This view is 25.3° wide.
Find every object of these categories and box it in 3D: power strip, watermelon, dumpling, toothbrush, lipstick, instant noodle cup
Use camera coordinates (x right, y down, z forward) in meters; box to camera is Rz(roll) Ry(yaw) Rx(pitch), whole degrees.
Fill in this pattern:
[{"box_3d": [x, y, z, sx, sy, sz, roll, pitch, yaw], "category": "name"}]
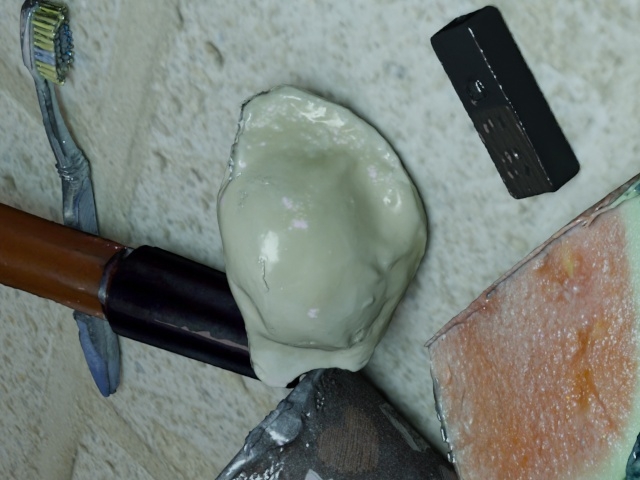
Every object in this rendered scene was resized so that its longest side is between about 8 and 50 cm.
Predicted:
[{"box_3d": [0.103, -0.076, 0.801, 0.038, 0.029, 0.111, -15, 109, 53], "category": "power strip"}, {"box_3d": [0.151, 0.077, 0.796, 0.226, 0.148, 0.318, 33, 139, 37], "category": "watermelon"}, {"box_3d": [0.000, 0.000, 0.913, 0.118, 0.136, 0.199, -124, 35, -68], "category": "dumpling"}, {"box_3d": [-0.202, -0.019, 1.188, 0.042, 0.035, 0.413, 25, 137, 29], "category": "toothbrush"}, {"box_3d": [-0.188, 0.025, 1.132, 0.418, 0.077, 0.077, 17, 132, 28], "category": "lipstick"}, {"box_3d": [0.021, 0.216, 1.007, 0.207, 0.217, 0.217, 41, 144, 5], "category": "instant noodle cup"}]
